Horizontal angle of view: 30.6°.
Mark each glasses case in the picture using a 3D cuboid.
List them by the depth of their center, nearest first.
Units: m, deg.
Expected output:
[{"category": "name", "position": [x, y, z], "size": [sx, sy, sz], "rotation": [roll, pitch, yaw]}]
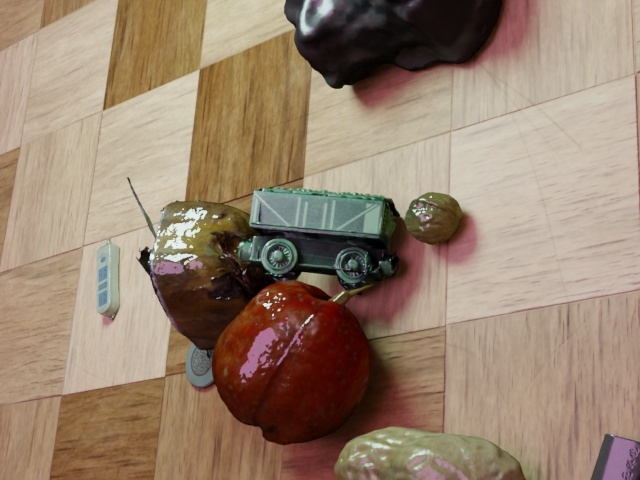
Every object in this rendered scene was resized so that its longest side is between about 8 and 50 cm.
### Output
[{"category": "glasses case", "position": [0.373, 0.347, 1.508], "size": [0.072, 0.042, 0.191], "rotation": [15, 83, 39]}]

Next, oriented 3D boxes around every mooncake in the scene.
[{"category": "mooncake", "position": [0.114, -0.452, 2.007], "size": [0.381, 0.212, 0.351], "rotation": [-24, 51, 34]}]

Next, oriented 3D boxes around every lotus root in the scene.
[{"category": "lotus root", "position": [-0.167, 0.049, 2.034], "size": [0.192, 0.272, 0.272], "rotation": [-10, 65, 29]}]

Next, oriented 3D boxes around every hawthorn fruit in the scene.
[{"category": "hawthorn fruit", "position": [-0.046, 0.192, 1.849], "size": [0.258, 0.258, 0.262], "rotation": [27, 120, 47]}]

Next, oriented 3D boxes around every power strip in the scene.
[{"category": "power strip", "position": [-0.444, 0.076, 2.444], "size": [0.047, 0.030, 0.191], "rotation": [-27, 56, 34]}]

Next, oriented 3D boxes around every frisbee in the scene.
[{"category": "frisbee", "position": [-0.213, 0.219, 2.162], "size": [0.110, 0.014, 0.110], "rotation": [-20, 59, 38]}]

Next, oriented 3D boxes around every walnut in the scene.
[{"category": "walnut", "position": [0.177, -0.035, 1.842], "size": [0.092, 0.092, 0.092], "rotation": [-20, 59, 38]}]

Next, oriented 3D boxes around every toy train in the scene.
[{"category": "toy train", "position": [0.000, 0.000, 1.921], "size": [0.269, 0.115, 0.154], "rotation": [5, 75, 13]}]

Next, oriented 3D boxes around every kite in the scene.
[{"category": "kite", "position": [-0.274, 0.050, 2.125], "size": [0.014, 0.406, 0.368], "rotation": [-25, 91, 3]}]

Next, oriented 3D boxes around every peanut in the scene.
[{"category": "peanut", "position": [0.146, 0.340, 1.661], "size": [0.313, 0.152, 0.152], "rotation": [3, 74, 47]}]
